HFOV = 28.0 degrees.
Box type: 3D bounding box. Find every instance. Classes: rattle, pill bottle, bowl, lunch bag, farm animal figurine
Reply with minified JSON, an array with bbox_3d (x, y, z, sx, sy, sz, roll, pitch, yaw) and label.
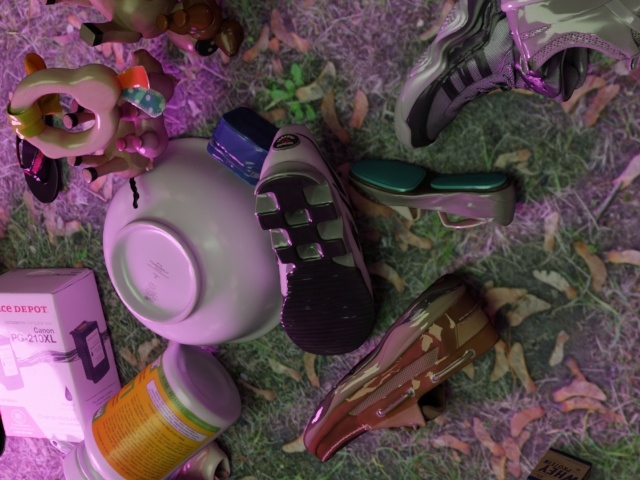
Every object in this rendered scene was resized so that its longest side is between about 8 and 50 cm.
[{"bbox_3d":[-0.264,-0.188,1.508,0.199,0.143,0.130,-28,113,27],"label":"rattle"},{"bbox_3d":[-0.239,0.263,1.776,0.245,0.136,0.136,-41,85,19],"label":"pill bottle"},{"bbox_3d":[-0.183,0.022,1.687,0.297,0.134,0.298,11,113,28],"label":"bowl"},{"bbox_3d":[-0.095,-0.118,1.619,0.098,0.067,0.065,38,123,15],"label":"lunch bag"},{"bbox_3d":[-0.218,-0.260,1.589,0.330,0.172,0.327,-47,68,38],"label":"farm animal figurine"}]

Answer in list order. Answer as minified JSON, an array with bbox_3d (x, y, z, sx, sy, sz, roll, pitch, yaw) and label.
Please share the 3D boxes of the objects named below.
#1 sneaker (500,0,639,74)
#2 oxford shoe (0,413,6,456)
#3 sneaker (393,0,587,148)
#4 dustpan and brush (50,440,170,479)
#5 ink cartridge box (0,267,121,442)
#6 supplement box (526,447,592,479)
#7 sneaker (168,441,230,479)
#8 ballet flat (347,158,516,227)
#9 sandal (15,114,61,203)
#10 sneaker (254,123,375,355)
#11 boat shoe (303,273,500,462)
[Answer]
[{"bbox_3d":[0.321,-0.229,1.276,0.281,0.105,0.115,-5,102,17],"label":"sneaker"},{"bbox_3d":[-0.525,0.178,1.952,0.130,0.123,0.348,28,133,38],"label":"oxford shoe"},{"bbox_3d":[0.193,-0.178,1.397,0.153,0.101,0.269,41,122,15],"label":"sneaker"},{"bbox_3d":[-0.309,0.335,1.929,0.211,0.060,0.147,25,120,21],"label":"dustpan and brush"},{"bbox_3d":[-0.401,0.167,1.896,0.172,0.100,0.237,-1,108,31],"label":"ink cartridge box"},{"bbox_3d":[0.280,0.311,1.546,0.056,0.083,0.083,19,118,24],"label":"supplement box"},{"bbox_3d":[-0.175,0.345,1.857,0.070,0.051,0.134,35,119,22],"label":"sneaker"},{"bbox_3d":[0.128,-0.049,1.510,0.213,0.072,0.068,8,121,29],"label":"ballet flat"},{"bbox_3d":[-0.408,-0.137,1.819,0.067,0.040,0.179,9,113,28],"label":"sandal"},{"bbox_3d":[0.000,0.000,1.592,0.122,0.146,0.331,-4,131,7],"label":"sneaker"},{"bbox_3d":[0.098,0.183,1.588,0.120,0.122,0.324,44,125,6],"label":"boat shoe"}]
